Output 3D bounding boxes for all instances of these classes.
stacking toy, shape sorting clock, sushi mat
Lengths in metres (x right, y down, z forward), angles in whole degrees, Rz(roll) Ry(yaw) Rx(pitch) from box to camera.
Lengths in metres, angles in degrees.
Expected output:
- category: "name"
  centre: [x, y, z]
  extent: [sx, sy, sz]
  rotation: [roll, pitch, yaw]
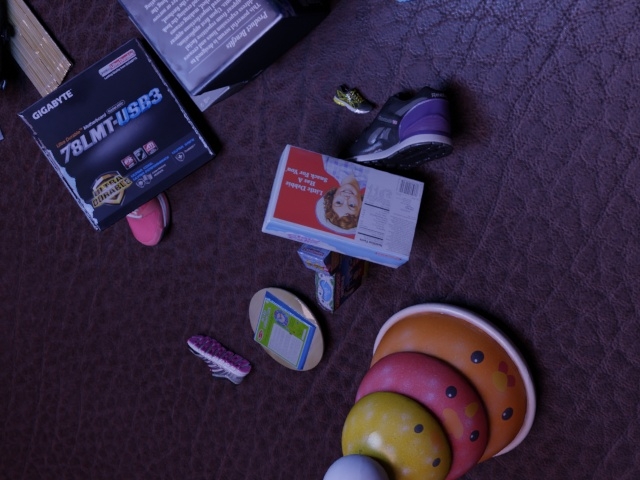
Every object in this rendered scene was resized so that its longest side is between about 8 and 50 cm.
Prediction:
- category: "stacking toy"
  centre: [0.158, 0.364, 1.831]
  extent: [0.350, 0.480, 0.351]
  rotation: [17, 124, 26]
- category: "shape sorting clock"
  centre: [-0.074, 0.193, 2.191]
  extent: [0.206, 0.040, 0.206]
  rotation: [20, 129, 27]
- category: "sushi mat"
  centre: [-0.679, -0.476, 2.248]
  extent: [0.317, 0.019, 0.151]
  rotation: [53, 133, -2]

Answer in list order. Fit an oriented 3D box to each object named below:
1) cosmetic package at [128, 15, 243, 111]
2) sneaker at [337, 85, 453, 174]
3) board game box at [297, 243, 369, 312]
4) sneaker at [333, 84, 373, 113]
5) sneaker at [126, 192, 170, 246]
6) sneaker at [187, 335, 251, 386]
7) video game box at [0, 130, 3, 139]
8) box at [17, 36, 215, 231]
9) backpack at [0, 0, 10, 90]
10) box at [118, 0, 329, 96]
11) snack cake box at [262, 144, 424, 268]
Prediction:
- category: "cosmetic package"
  centre: [-0.240, -0.382, 1.925]
  extent: [0.107, 0.127, 0.238]
  rotation: [-33, 96, 42]
- category: "sneaker"
  centre: [0.137, -0.196, 1.805]
  extent: [0.283, 0.107, 0.124]
  rotation: [-12, 72, 52]
- category: "board game box"
  centre: [0.028, 0.030, 1.925]
  extent: [0.060, 0.194, 0.194]
  rotation: [19, 124, 26]
- category: "sneaker"
  centre: [0.061, -0.261, 1.845]
  extent: [0.083, 0.031, 0.035]
  rotation: [24, 126, 22]
- category: "sneaker"
  centre: [-0.431, -0.119, 2.199]
  extent: [0.115, 0.136, 0.314]
  rotation: [7, 119, 33]
- category: "sneaker"
  centre: [-0.245, 0.287, 2.348]
  extent: [0.170, 0.063, 0.075]
  rotation: [28, 122, 13]
- category: "video game box"
  centre: [-0.889, -0.328, 2.462]
  extent: [0.205, 0.048, 0.187]
  rotation: [2, 118, 34]
- category: "box"
  centre: [-0.415, -0.216, 2.062]
  extent: [0.295, 0.073, 0.293]
  rotation: [-33, 96, -2]
- category: "backpack"
  centre: [-0.896, -0.441, 2.275]
  extent: [0.355, 0.273, 0.290]
  rotation: [27, 114, 47]
- category: "box"
  centre: [-0.213, -0.474, 1.706]
  extent: [0.212, 0.293, 0.395]
  rotation: [-37, 92, 21]
- category: "snack cake box"
  centre: [0.041, -0.059, 1.811]
  extent: [0.264, 0.152, 0.089]
  rotation: [16, 165, -8]
